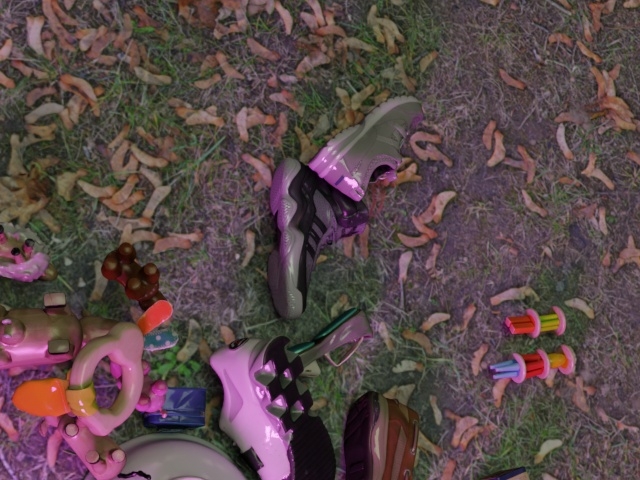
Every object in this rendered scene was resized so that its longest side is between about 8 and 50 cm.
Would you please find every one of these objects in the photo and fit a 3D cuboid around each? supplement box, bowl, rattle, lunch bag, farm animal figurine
[{"bbox_3d":[0.304,0.419,2.087,0.056,0.083,0.083,-16,82,-26],"label":"supplement box"},{"bbox_3d":[-0.205,0.416,1.846,0.297,0.134,0.298,6,72,-20],"label":"bowl"},{"bbox_3d":[-0.300,0.164,1.746,0.130,0.142,0.200,45,52,-28],"label":"rattle"},{"bbox_3d":[-0.221,0.256,1.922,0.098,0.067,0.065,4,73,-21],"label":"lunch bag"},{"bbox_3d":[-0.367,0.162,1.843,0.326,0.172,0.330,14,73,-5],"label":"farm animal figurine"}]

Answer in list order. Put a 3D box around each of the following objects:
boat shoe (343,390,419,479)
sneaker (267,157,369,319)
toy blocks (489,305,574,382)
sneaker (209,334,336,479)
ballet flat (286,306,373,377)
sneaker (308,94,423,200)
[{"bbox_3d":[0.101,0.398,1.989,0.119,0.122,0.324,15,70,-22],"label":"boat shoe"},{"bbox_3d":[0.000,0.000,2.070,0.153,0.101,0.269,6,70,-18],"label":"sneaker"},{"bbox_3d":[0.352,0.179,2.194,0.148,0.054,0.123,-6,78,-24],"label":"toy blocks"},{"bbox_3d":[-0.077,0.297,1.958,0.122,0.146,0.331,-33,113,-52],"label":"sneaker"},{"bbox_3d":[-0.003,0.180,2.037,0.213,0.072,0.068,-29,96,-27],"label":"ballet flat"},{"bbox_3d":[0.093,-0.147,2.131,0.115,0.105,0.281,50,47,2],"label":"sneaker"}]
